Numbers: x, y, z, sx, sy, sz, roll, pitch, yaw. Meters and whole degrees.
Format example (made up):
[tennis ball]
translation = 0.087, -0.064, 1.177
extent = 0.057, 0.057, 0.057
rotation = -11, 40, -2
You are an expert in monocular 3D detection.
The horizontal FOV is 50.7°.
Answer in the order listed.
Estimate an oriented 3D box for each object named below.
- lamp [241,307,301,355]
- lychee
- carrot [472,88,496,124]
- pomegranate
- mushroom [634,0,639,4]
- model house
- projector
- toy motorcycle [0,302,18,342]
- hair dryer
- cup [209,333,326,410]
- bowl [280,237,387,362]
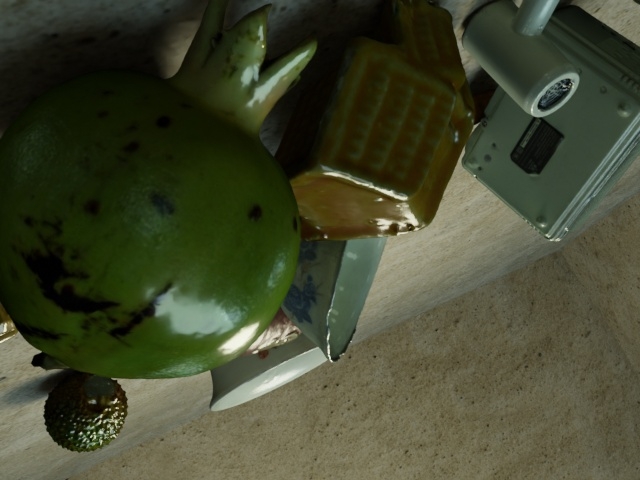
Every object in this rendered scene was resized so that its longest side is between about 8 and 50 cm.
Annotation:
[lamp]
translation = -0.118, 0.095, 1.069
extent = 0.258, 0.180, 0.180
rotation = -10, 156, -50
[lychee]
translation = -0.456, 0.335, 1.305
extent = 0.171, 0.171, 0.171
rotation = -25, 164, -8
[carrot]
translation = 0.199, -0.182, 0.952
extent = 0.209, 0.061, 0.061
rotation = -21, 164, -35
[pomegranate]
translation = -0.125, -0.038, 0.546
extent = 0.341, 0.260, 0.260
rotation = -59, 155, 15
[mushroom]
translation = 0.409, -0.324, 0.790
extent = 0.107, 0.087, 0.333
rotation = -38, 164, 29
[model house]
translation = 0.047, -0.129, 0.688
extent = 0.268, 0.173, 0.239
rotation = -70, 158, -8
[projector]
translation = 0.313, -0.146, 0.889
extent = 0.099, 0.192, 0.257
rotation = -27, 153, -35
[toy motorcycle]
translation = -0.404, 0.093, 0.746
extent = 0.129, 0.094, 0.229
rotation = -33, 169, 12
[hair dryer]
translation = 0.244, -0.255, 0.695
extent = 0.073, 0.131, 0.236
rotation = -15, 147, -29
[cup]
translation = -0.119, 0.233, 1.524
extent = 0.347, 0.163, 0.347
rotation = -26, 163, -8
[bowl]
translation = 0.000, 0.000, 0.954
extent = 0.313, 0.146, 0.314
rotation = 16, 90, -78
